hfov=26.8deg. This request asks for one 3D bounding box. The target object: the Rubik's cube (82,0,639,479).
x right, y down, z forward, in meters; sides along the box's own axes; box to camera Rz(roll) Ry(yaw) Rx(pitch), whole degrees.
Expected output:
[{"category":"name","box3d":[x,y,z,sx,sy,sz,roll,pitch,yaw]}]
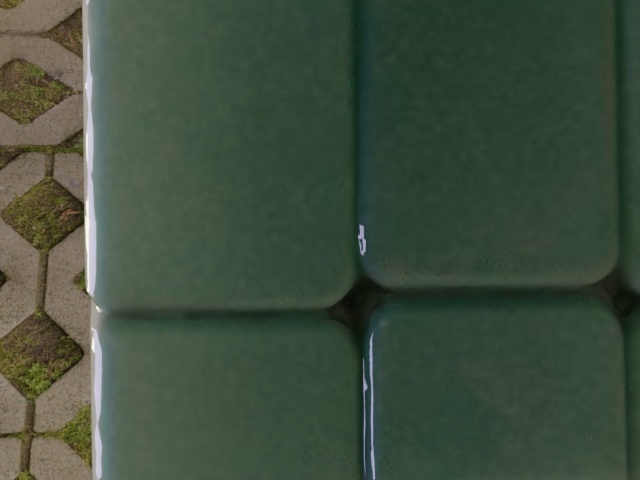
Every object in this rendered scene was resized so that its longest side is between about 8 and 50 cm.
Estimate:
[{"category":"Rubik's cube","box3d":[0.048,-0.048,0.663,0.319,0.316,0.321,172,96,-84]}]
